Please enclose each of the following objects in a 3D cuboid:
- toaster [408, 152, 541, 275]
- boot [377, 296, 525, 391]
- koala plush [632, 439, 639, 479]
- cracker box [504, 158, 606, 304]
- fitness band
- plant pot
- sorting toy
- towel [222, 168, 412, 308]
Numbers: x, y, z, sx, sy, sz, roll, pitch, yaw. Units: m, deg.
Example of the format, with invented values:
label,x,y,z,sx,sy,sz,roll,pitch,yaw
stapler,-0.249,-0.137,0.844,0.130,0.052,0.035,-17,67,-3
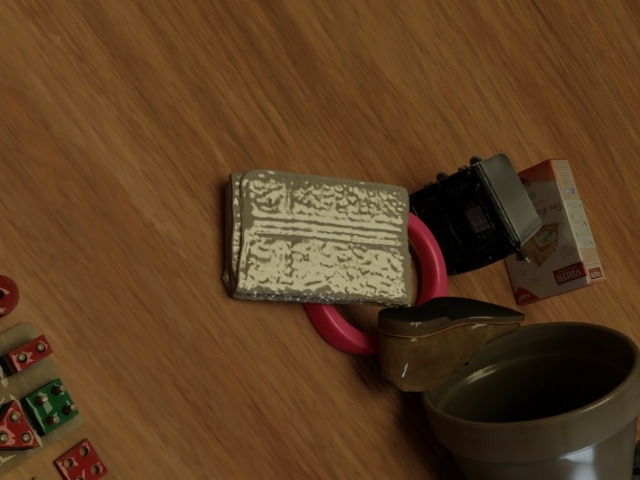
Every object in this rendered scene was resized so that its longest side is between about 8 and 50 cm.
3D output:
label,x,y,z,sx,sy,sz,roll,pitch,yaw
toaster,0.258,-0.038,1.488,0.110,0.168,0.186,-31,94,-46
boot,0.197,0.152,1.360,0.305,0.112,0.115,-5,102,-42
koala plush,0.516,0.404,1.498,0.203,0.221,0.196,0,72,-43
cracker box,0.402,-0.014,1.618,0.067,0.155,0.232,-6,76,-44
fitness band,0.089,0.058,1.374,0.291,0.054,0.209,-20,87,-44
plant pot,0.341,0.314,1.347,0.323,0.323,0.280,-33,111,-45
sorting toy,-0.324,0.176,0.951,0.132,0.046,0.275,-30,94,-45
towel,0.000,0.000,1.268,0.282,0.049,0.187,6,72,-20
